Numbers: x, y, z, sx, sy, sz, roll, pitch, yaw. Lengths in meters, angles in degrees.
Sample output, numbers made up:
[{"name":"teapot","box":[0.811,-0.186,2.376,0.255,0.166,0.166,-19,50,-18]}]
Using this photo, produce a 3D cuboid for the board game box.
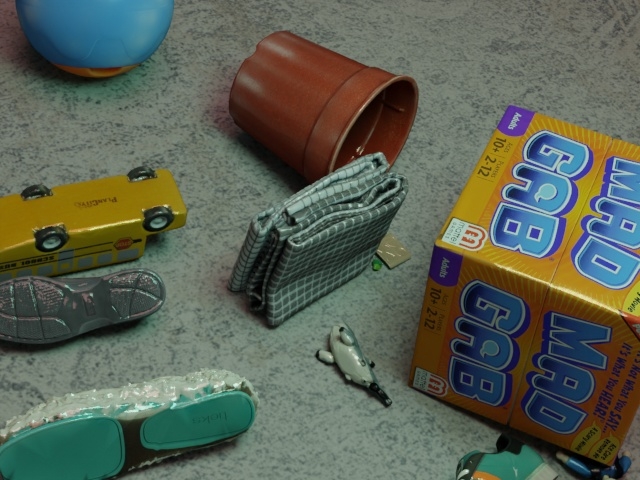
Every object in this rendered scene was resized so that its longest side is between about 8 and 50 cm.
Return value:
[{"name":"board game box","box":[0.385,0.069,1.890,0.356,0.356,0.356,21,49,14]}]

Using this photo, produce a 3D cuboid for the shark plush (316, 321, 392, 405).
[{"name":"shark plush","box":[0.070,0.199,1.934,0.161,0.073,0.067,41,23,23]}]

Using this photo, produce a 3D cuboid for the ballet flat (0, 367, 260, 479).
[{"name":"ballet flat","box":[-0.293,0.270,1.747,0.409,0.147,0.147,-7,54,-24]}]

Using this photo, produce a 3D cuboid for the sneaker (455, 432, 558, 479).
[{"name":"sneaker","box":[0.230,0.400,1.785,0.121,0.108,0.302,44,46,21]}]

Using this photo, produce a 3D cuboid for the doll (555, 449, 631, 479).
[{"name":"doll","box":[0.446,0.343,1.922,0.129,0.046,0.189,-2,50,-13]}]

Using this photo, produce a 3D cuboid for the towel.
[{"name":"towel","box":[0.000,0.000,1.956,0.283,0.235,0.121,-29,70,-32]}]

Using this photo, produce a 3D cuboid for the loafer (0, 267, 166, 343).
[{"name":"loafer","box":[-0.400,0.106,1.870,0.302,0.095,0.109,-7,84,-15]}]

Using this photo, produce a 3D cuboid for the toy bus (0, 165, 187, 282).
[{"name":"toy bus","box":[-0.394,-0.023,1.931,0.332,0.130,0.108,-12,55,-23]}]

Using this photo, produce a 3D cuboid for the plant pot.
[{"name":"plant pot","box":[-0.007,-0.236,2.142,0.265,0.272,0.272,32,50,22]}]

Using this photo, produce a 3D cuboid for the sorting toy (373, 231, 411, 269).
[{"name":"sorting toy","box":[0.116,0.024,2.110,0.083,0.012,0.062,-26,68,-35]}]

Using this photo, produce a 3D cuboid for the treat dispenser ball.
[{"name":"treat dispenser ball","box":[-0.415,-0.444,2.164,0.288,0.288,0.288,8,51,-9]}]
